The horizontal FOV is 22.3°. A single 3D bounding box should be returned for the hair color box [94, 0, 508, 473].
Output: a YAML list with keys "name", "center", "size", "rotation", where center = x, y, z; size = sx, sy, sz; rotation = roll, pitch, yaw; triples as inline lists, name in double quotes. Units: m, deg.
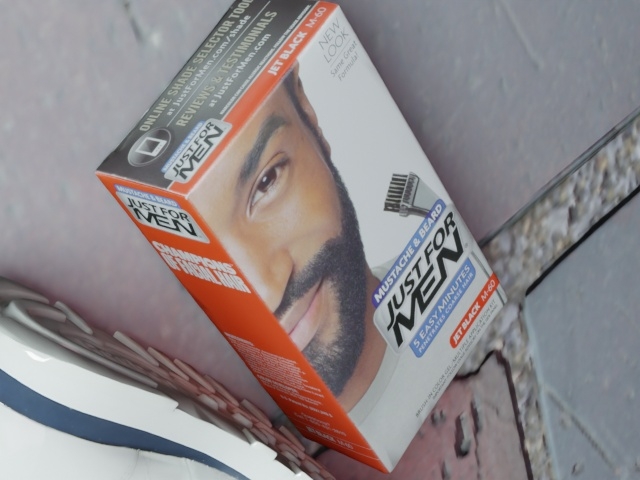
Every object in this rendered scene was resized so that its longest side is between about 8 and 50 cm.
- name: "hair color box"
  center: [0.000, 0.000, 0.606]
  size: [0.093, 0.053, 0.167]
  rotation: [-54, 133, -21]

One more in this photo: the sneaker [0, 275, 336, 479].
- name: "sneaker"
  center: [-0.061, 0.093, 0.558]
  size: [0.235, 0.090, 0.095]
  rotation: [33, 89, -43]
